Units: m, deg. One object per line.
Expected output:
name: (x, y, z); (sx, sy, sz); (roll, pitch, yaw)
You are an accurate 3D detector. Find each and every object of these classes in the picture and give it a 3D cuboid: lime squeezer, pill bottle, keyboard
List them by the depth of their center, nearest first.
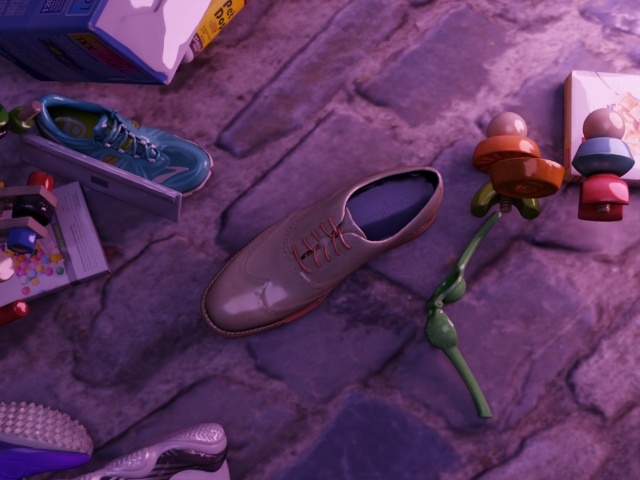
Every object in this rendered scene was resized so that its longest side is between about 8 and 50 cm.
lime squeezer: (0.209, 0.097, 1.368); (0.110, 0.059, 0.310); (6, 76, -1)
keyboard: (-0.325, -0.094, 1.375); (0.256, 0.072, 0.014); (22, 60, 2)
pill bottle: (-0.176, -0.380, 1.423); (0.117, 0.117, 0.215); (40, 79, 6)

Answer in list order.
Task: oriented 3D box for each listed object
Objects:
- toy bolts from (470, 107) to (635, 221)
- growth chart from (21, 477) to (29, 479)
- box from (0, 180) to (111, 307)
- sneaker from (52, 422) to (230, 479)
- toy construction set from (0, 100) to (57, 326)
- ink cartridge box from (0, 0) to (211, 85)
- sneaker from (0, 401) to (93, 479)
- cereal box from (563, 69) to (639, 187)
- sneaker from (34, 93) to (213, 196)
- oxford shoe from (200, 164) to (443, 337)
toy bolts: (0.336, -0.127, 1.333); (0.229, 0.218, 0.158); (4, 76, 6)
growth chart: (-0.515, 0.303, 1.302); (0.237, 0.021, 0.172); (24, 78, 3)
box: (-0.418, 0.011, 1.363); (0.186, 0.038, 0.145); (-19, 78, -6)
sneaker: (-0.261, 0.390, 1.200); (0.366, 0.137, 0.210); (-19, 86, -27)
toy construction set: (-0.512, -0.014, 1.259); (0.237, 0.257, 0.308); (-23, 78, 37)
ink cartridge box: (-0.326, -0.369, 1.329); (0.395, 0.151, 0.270); (10, 71, 45)
sneaker: (-0.457, 0.300, 1.250); (0.293, 0.102, 0.146); (7, 104, -13)
cereal box: (0.498, -0.169, 1.447); (0.240, 0.047, 0.173); (3, 78, -2)
sneaker: (-0.293, -0.138, 1.367); (0.275, 0.110, 0.107); (19, 77, 1)
oxford shoe: (0.000, 0.000, 1.331); (0.397, 0.146, 0.140); (-34, 82, -9)
